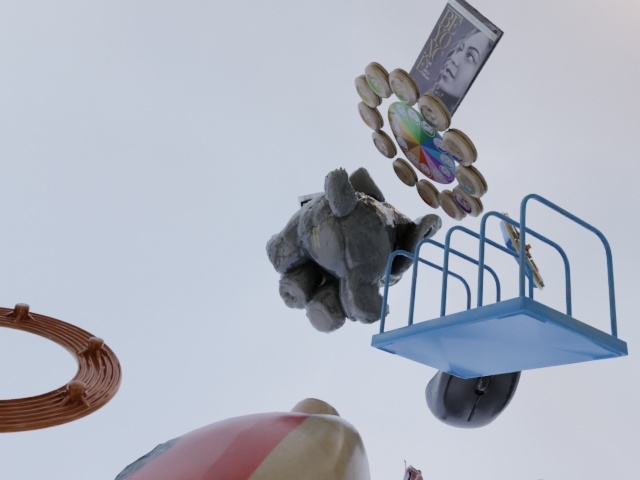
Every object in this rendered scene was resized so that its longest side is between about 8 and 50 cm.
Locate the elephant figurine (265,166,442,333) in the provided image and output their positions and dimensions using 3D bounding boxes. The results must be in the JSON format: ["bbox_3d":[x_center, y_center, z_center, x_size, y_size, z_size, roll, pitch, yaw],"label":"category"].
[{"bbox_3d":[0.060,-0.005,0.728,0.239,0.186,0.169,-28,-87,-47],"label":"elephant figurine"}]

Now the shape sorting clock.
[{"bbox_3d":[0.476,0.023,1.402,0.206,0.040,0.206,46,-156,-27],"label":"shape sorting clock"}]

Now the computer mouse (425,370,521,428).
[{"bbox_3d":[0.229,0.227,0.922,0.189,0.272,0.072,5,-130,3],"label":"computer mouse"}]

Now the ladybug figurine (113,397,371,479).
[{"bbox_3d":[-0.099,0.278,0.311,0.162,0.305,0.449,19,-130,11],"label":"ladybug figurine"}]

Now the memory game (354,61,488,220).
[{"bbox_3d":[0.094,-0.093,0.588,0.012,0.186,0.186,-39,-110,-10],"label":"memory game"}]

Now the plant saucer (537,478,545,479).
[{"bbox_3d":[0.397,0.448,0.927,0.029,0.168,0.168,-40,-108,-15],"label":"plant saucer"}]

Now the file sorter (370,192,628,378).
[{"bbox_3d":[0.146,0.047,0.513,0.118,0.170,0.104,24,-119,-26],"label":"file sorter"}]

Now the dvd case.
[{"bbox_3d":[0.266,-0.372,1.236,0.018,0.221,0.164,-1,-135,-35],"label":"dvd case"}]

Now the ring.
[{"bbox_3d":[-0.425,0.142,0.765,0.337,0.032,0.336,16,-170,-3],"label":"ring"}]

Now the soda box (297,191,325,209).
[{"bbox_3d":[0.000,0.000,1.083,0.053,0.168,0.060,-11,-165,-5],"label":"soda box"}]

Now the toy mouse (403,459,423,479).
[{"bbox_3d":[0.153,0.445,1.052,0.031,0.161,0.143,23,-154,5],"label":"toy mouse"}]
